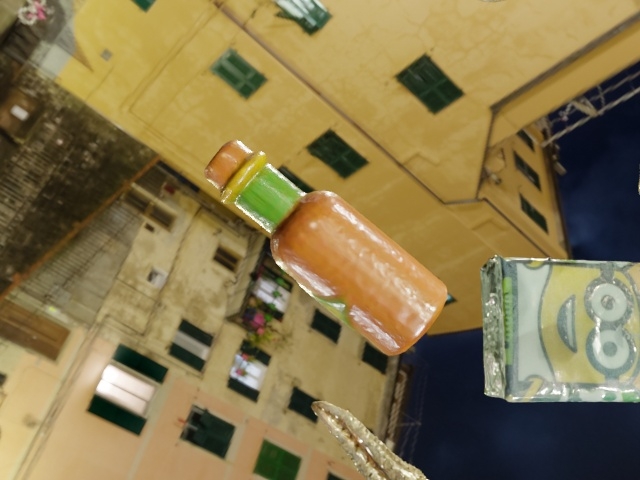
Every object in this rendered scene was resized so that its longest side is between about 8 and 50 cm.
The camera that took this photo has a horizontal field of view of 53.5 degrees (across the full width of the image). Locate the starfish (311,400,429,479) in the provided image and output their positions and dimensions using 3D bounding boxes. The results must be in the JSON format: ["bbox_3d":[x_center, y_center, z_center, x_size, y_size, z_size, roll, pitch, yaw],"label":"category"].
[{"bbox_3d":[0.079,0.256,0.542,0.231,0.295,0.048,-46,-173,39],"label":"starfish"}]

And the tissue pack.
[{"bbox_3d":[0.425,0.144,1.031,0.128,0.311,0.228,116,-24,-79],"label":"tissue pack"}]

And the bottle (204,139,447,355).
[{"bbox_3d":[0.000,0.000,0.448,0.069,0.187,0.069,-49,-176,5],"label":"bottle"}]

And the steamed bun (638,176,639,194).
[{"bbox_3d":[0.462,-0.098,0.696,0.155,0.172,0.141,-25,-137,-11],"label":"steamed bun"}]

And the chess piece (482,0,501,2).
[{"bbox_3d":[0.179,-0.318,0.592,0.143,0.142,0.261,-55,173,-3],"label":"chess piece"}]
